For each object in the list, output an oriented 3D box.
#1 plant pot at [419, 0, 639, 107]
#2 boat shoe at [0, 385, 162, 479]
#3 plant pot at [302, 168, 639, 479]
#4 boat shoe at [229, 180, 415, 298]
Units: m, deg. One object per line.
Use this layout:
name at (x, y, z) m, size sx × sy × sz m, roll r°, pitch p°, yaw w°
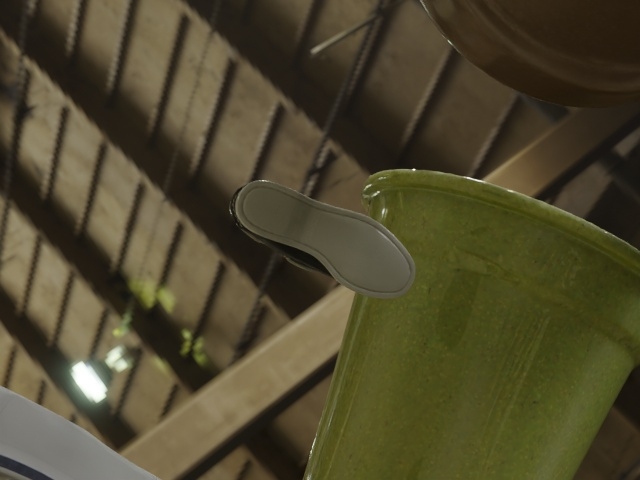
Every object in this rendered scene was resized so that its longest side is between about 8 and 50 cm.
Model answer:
plant pot at (0.205, -0.236, 0.878) m, size 0.263 × 0.263 × 0.229 m, roll 56°, pitch -18°, yaw -1°
boat shoe at (-0.128, 0.106, 0.487) m, size 0.096 × 0.088 × 0.267 m, roll 1°, pitch -25°, yaw 25°
plant pot at (0.112, 0.119, 1.089) m, size 0.276 × 0.253 × 0.276 m, roll 23°, pitch -12°, yaw 5°
boat shoe at (0.000, 0.000, 0.870) m, size 0.125 × 0.046 × 0.038 m, roll 22°, pitch -6°, yaw -14°
